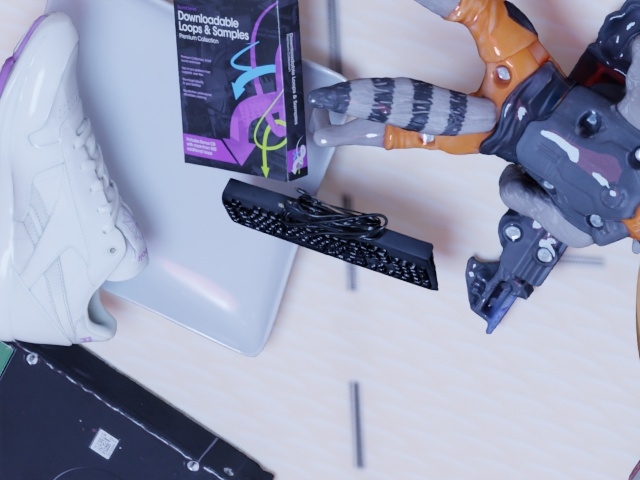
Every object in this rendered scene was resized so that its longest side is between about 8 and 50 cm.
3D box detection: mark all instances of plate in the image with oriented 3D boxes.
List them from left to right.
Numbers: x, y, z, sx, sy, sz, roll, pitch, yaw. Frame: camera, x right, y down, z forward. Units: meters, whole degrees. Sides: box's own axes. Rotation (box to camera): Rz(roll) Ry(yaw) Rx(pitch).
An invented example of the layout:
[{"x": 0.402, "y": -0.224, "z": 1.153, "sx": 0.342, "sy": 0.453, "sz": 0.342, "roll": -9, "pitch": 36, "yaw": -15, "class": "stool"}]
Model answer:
[{"x": -0.130, "y": -0.072, "z": 1.630, "sx": 0.277, "sy": 0.045, "sz": 0.278, "roll": 24, "pitch": 116, "yaw": 9, "class": "plate"}]

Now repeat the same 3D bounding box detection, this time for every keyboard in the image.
[{"x": 0.000, "y": 0.000, "z": 1.530, "sx": 0.192, "sy": 0.038, "sz": 0.100, "roll": 17, "pitch": 154, "yaw": 19, "class": "keyboard"}]

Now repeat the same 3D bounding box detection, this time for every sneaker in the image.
[{"x": -0.212, "y": -0.047, "z": 1.597, "sx": 0.152, "sy": 0.114, "sz": 0.305, "roll": 10, "pitch": 118, "yaw": 0, "class": "sneaker"}]

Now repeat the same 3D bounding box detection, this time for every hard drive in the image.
[{"x": -0.240, "y": 0.220, "z": 1.766, "sx": 0.339, "sy": 0.064, "sz": 0.237, "roll": 32, "pitch": 116, "yaw": 4, "class": "hard drive"}]

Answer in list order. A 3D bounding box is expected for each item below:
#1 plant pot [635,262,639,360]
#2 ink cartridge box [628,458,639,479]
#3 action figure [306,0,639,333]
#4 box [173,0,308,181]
[{"x": 0.364, "y": 0.077, "z": 1.361, "sx": 0.291, "sy": 0.203, "sz": 0.291, "roll": -1, "pitch": 70, "yaw": 3, "class": "plant pot"}, {"x": 0.319, "y": 0.221, "z": 1.520, "sx": 0.128, "sy": 0.176, "sz": 0.127, "roll": 34, "pitch": 117, "yaw": 4, "class": "ink cartridge box"}, {"x": 0.149, "y": -0.052, "z": 1.469, "sx": 0.330, "sy": 0.178, "sz": 0.341, "roll": 23, "pitch": 119, "yaw": 2, "class": "action figure"}, {"x": -0.066, "y": -0.134, "z": 1.524, "sx": 0.116, "sy": 0.029, "sz": 0.162, "roll": 11, "pitch": 112, "yaw": 38, "class": "box"}]
